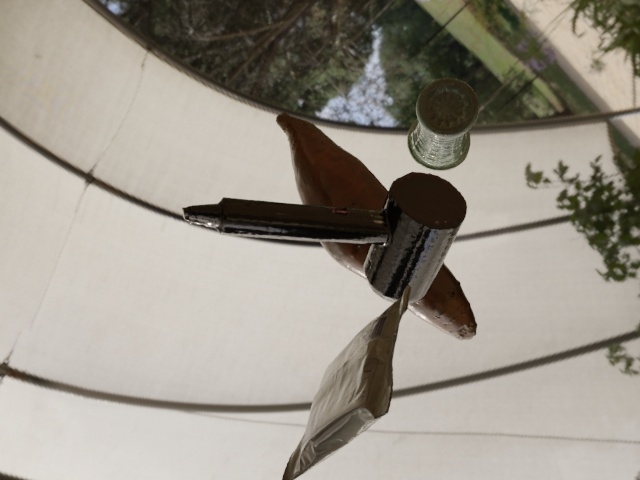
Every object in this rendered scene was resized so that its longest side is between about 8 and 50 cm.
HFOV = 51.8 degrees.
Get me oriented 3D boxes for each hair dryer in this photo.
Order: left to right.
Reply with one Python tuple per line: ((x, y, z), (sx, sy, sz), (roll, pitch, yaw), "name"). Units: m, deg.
((0.000, -0.001, 0.595), (0.248, 0.114, 0.070), (2, -136, -15), "hair dryer")

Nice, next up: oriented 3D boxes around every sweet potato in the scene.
((0.049, -0.018, 0.780), (0.359, 0.112, 0.112), (53, -159, 14), "sweet potato")

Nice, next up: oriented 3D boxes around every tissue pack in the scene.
((0.023, 0.133, 0.588), (0.026, 0.193, 0.122), (27, -132, -8), "tissue pack")

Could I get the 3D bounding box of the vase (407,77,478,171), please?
((0.247, -0.231, 1.334), (0.143, 0.143, 0.299), (51, -176, 7), "vase")
